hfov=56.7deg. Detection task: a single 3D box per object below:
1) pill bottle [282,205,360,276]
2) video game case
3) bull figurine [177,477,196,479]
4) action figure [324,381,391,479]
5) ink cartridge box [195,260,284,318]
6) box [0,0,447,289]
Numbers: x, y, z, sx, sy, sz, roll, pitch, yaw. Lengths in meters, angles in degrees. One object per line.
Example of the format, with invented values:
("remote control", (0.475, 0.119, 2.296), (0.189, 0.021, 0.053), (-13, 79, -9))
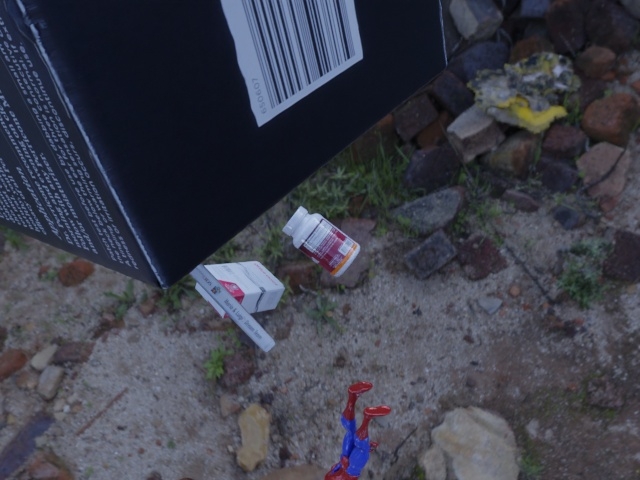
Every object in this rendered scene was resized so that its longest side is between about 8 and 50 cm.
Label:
("pill bottle", (0.000, 0.000, 1.226), (0.152, 0.086, 0.086), (38, 67, -3))
("video game case", (-0.127, 0.056, 0.706), (0.019, 0.143, 0.157), (-43, 25, -10))
("bull figurine", (-0.099, 0.435, 0.786), (0.101, 0.310, 0.188), (-47, 25, -8))
("action figure", (0.088, 0.379, 1.050), (0.139, 0.280, 0.091), (-1, 30, -28))
("ink cartridge box", (-0.169, 0.101, 1.262), (0.150, 0.063, 0.109), (-3, 35, -48))
("box", (-0.189, -0.240, 0.670), (0.472, 0.297, 0.480), (15, 43, 38))
